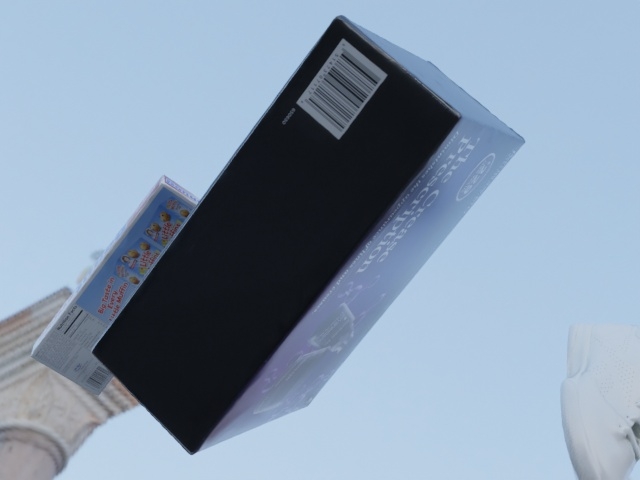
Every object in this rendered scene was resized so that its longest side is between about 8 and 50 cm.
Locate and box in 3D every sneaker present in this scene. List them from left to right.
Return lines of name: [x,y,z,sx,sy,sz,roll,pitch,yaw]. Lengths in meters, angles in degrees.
sneaker: [0.245,0.131,0.807,0.094,0.212,0.080,-8,-59,20]

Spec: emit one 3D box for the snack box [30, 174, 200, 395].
snack box: [-0.148,0.037,0.781,0.064,0.022,0.178,35,-76,-17]

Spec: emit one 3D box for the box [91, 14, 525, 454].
box: [0.000,0.000,0.666,0.103,0.184,0.261,42,-74,14]
